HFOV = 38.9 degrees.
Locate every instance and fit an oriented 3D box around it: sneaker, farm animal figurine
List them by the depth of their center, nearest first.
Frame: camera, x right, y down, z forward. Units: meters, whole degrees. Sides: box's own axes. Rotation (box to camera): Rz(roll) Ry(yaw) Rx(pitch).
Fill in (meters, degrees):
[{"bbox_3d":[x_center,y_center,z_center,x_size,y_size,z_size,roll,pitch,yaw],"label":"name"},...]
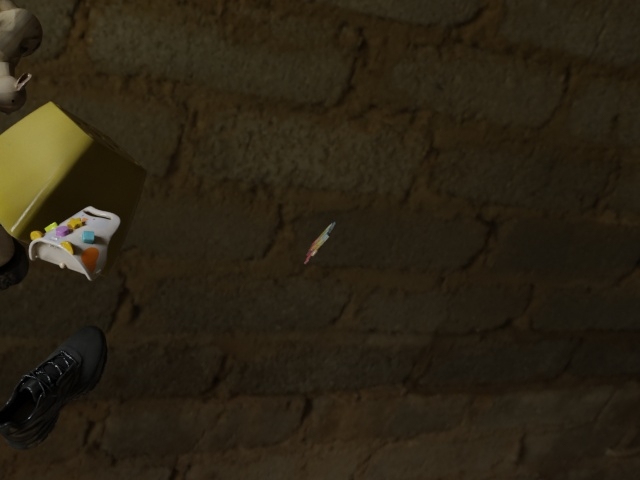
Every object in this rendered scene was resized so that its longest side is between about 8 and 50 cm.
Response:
[{"bbox_3d":[-0.479,-0.162,1.127,0.172,0.330,0.327,49,-1,-23],"label":"farm animal figurine"},{"bbox_3d":[-0.534,0.286,1.811,0.109,0.130,0.286,28,69,17],"label":"sneaker"}]

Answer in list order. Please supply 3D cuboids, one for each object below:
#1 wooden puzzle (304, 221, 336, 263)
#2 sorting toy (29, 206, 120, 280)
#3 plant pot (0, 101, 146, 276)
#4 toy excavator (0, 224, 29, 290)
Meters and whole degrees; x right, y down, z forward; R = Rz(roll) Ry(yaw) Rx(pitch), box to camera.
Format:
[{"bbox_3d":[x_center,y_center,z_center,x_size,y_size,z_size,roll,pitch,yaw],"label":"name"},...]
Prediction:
[{"bbox_3d":[0.000,0.000,1.248,0.006,0.049,0.083,39,26,-6],"label":"wooden puzzle"},{"bbox_3d":[-0.243,-0.007,0.915,0.083,0.045,0.075,15,44,27],"label":"sorting toy"},{"bbox_3d":[-0.416,-0.097,1.486,0.212,0.187,0.212,40,4,37],"label":"plant pot"},{"bbox_3d":[-0.824,-0.050,1.659,0.445,0.222,0.433,-24,57,-23],"label":"toy excavator"}]
